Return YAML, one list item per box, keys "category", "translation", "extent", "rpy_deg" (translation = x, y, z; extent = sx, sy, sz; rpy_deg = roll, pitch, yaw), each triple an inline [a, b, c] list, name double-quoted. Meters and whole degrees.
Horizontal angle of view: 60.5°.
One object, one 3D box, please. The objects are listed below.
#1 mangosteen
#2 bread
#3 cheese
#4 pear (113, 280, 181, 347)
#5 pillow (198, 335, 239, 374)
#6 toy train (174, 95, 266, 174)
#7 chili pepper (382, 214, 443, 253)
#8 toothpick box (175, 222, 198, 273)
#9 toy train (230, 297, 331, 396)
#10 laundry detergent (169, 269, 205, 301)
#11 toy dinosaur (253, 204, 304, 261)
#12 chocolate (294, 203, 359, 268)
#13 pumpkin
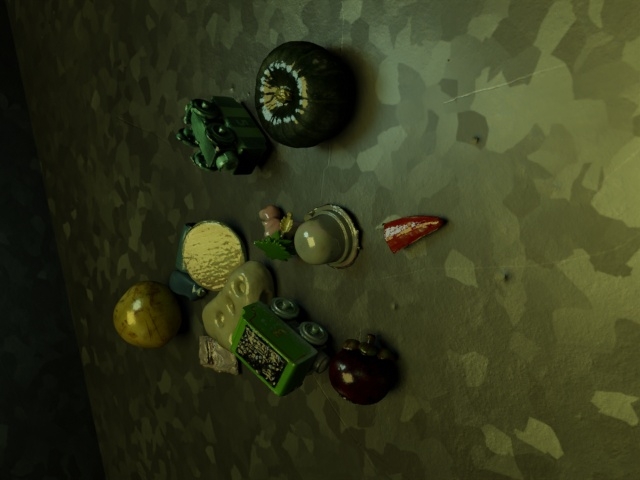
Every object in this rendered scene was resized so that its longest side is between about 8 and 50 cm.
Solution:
- category: "mangosteen"
  translation: [0.120, 0.363, 1.555]
  extent: [0.199, 0.199, 0.200]
  rpy_deg: [9, 103, 43]
- category: "bread"
  translation: [-0.386, 0.053, 2.004]
  extent: [0.266, 0.040, 0.267]
  rpy_deg: [4, 104, 16]
- category: "cheese"
  translation: [-0.306, 0.235, 1.957]
  extent: [0.328, 0.129, 0.351]
  rpy_deg: [5, 101, 43]
- category: "pear"
  translation: [-0.712, 0.310, 2.274]
  extent: [0.280, 0.280, 0.281]
  rpy_deg: [9, 103, 43]
- category: "pillow"
  translation: [-0.406, 0.448, 2.149]
  extent: [0.248, 0.049, 0.135]
  rpy_deg: [0, 93, 41]
- category: "toy train"
  translation: [-0.326, -0.343, 1.806]
  extent: [0.167, 0.238, 0.299]
  rpy_deg: [-52, 60, 37]
- category: "chili pepper"
  translation: [0.248, -0.029, 1.431]
  extent: [0.168, 0.064, 0.088]
  rpy_deg: [-21, 83, 40]
- category: "toothpick box"
  translation: [-0.485, 0.026, 2.107]
  extent: [0.120, 0.120, 0.184]
  rpy_deg: [25, 110, 39]
- category: "toy train"
  translation: [-0.129, 0.318, 1.708]
  extent: [0.307, 0.248, 0.174]
  rpy_deg: [37, 119, 24]
- category: "laundry detergent"
  translation: [-0.531, 0.186, 2.217]
  extent: [0.206, 0.061, 0.097]
  rpy_deg: [17, 100, 40]
- category: "toy dinosaur"
  translation: [-0.125, -0.031, 1.771]
  extent: [0.194, 0.152, 0.177]
  rpy_deg: [-8, 53, 38]
- category: "chocolate"
  translation: [-0.005, -0.007, 1.618]
  extent: [0.221, 0.147, 0.221]
  rpy_deg: [9, 102, 47]
- category: "pumpkin"
  translation: [-0.063, -0.409, 1.563]
  extent: [0.300, 0.207, 0.300]
  rpy_deg: [15, 115, 36]
